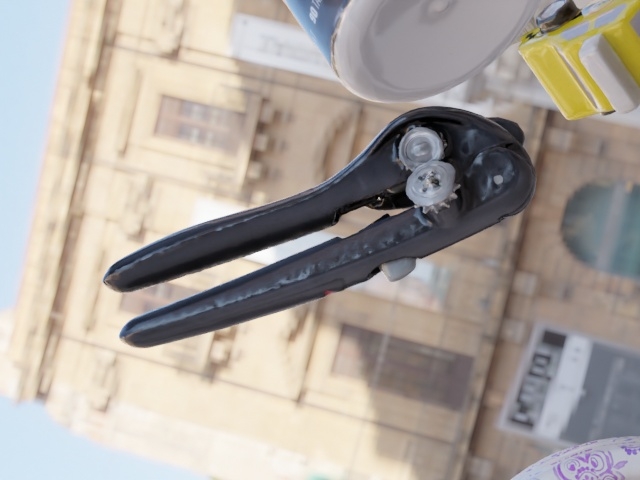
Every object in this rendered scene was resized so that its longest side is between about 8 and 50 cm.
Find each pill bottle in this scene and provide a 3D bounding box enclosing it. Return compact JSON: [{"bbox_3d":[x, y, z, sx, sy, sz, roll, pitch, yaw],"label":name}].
[{"bbox_3d":[0.009,-0.200,0.866,0.130,0.245,0.130,-22,-34,-16],"label":"pill bottle"}]

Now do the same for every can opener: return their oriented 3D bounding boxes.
[{"bbox_3d":[0.000,0.000,0.644,0.073,0.186,0.059,53,-166,-68],"label":"can opener"}]

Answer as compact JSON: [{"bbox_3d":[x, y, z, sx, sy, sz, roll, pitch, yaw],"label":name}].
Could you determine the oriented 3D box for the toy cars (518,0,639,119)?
[{"bbox_3d":[0.332,-0.117,1.219,0.087,0.394,0.176,-55,-26,-42],"label":"toy cars"}]

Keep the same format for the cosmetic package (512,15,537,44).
[{"bbox_3d":[0.129,-0.194,1.415,0.041,0.115,0.060,43,-151,-54],"label":"cosmetic package"}]

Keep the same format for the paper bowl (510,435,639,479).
[{"bbox_3d":[0.218,0.275,1.080,0.148,0.284,0.284,42,-117,-83],"label":"paper bowl"}]
